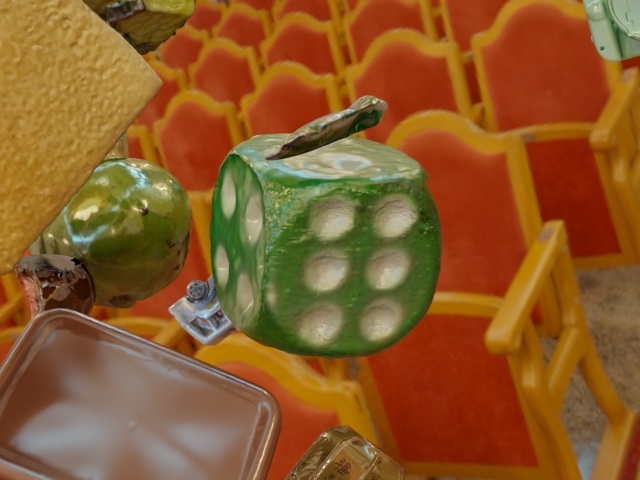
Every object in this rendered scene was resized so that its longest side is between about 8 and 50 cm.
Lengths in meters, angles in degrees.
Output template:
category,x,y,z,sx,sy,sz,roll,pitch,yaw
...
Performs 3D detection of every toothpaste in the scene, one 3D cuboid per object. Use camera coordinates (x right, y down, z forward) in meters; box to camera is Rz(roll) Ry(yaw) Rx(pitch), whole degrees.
category,x,y,z,sx,sy,sz,roll,pitch,yaw
toothpaste,0.021,-0.160,1.237,0.078,0.047,0.248,-27,2,42

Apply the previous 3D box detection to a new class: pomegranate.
category,x,y,z,sx,sy,sz,roll,pitch,yaw
pomegranate,-0.401,-0.056,1.610,0.309,0.359,0.216,-18,-14,25

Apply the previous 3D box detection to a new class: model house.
category,x,y,z,sx,sy,sz,roll,pitch,yaw
model house,-0.277,-0.329,1.041,0.211,0.194,0.170,-7,-11,-46

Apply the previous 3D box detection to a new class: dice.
category,x,y,z,sx,sy,sz,roll,pitch,yaw
dice,0.000,0.000,1.399,0.287,0.297,0.300,-1,21,-25

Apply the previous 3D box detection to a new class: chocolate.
category,x,y,z,sx,sy,sz,roll,pitch,yaw
chocolate,-0.401,0.095,1.321,0.127,0.133,0.124,11,20,5

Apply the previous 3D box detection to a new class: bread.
category,x,y,z,sx,sy,sz,roll,pitch,yaw
bread,-0.294,-0.105,0.807,0.114,0.185,0.275,15,64,53

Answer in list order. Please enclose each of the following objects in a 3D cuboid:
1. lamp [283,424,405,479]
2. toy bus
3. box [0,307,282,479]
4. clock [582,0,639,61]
category,x,y,z,sx,sy,sz,roll,pitch,yaw
lamp,0.028,0.378,1.322,0.185,0.161,0.161,-54,28,-10
toy bus,-0.171,0.100,1.975,0.329,0.136,0.109,-38,-12,8
box,-0.238,0.265,1.056,0.229,0.339,0.239,116,175,-49
clock,0.484,-0.357,1.271,0.211,0.159,0.066,-15,9,30
